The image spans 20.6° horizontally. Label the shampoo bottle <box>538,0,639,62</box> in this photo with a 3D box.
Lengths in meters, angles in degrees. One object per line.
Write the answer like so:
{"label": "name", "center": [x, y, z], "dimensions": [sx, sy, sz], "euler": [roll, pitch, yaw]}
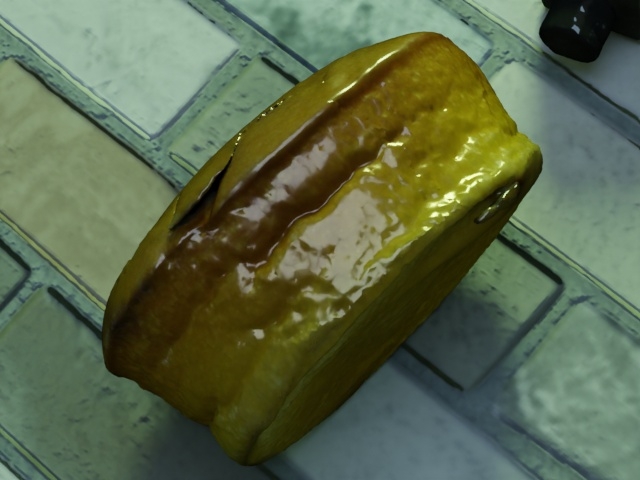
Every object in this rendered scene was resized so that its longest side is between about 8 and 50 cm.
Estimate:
{"label": "shampoo bottle", "center": [0.204, -0.223, 1.094], "dimensions": [0.079, 0.080, 0.246], "euler": [23, 75, 18]}

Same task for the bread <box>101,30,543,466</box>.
{"label": "bread", "center": [0.000, 0.000, 0.989], "dimensions": [0.143, 0.195, 0.269], "euler": [44, 85, 11]}
